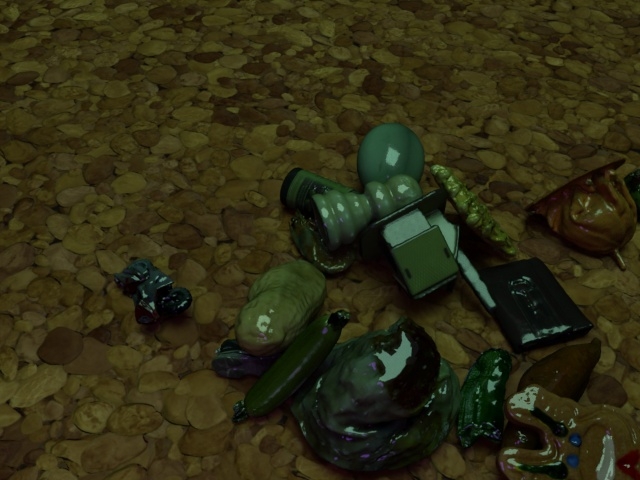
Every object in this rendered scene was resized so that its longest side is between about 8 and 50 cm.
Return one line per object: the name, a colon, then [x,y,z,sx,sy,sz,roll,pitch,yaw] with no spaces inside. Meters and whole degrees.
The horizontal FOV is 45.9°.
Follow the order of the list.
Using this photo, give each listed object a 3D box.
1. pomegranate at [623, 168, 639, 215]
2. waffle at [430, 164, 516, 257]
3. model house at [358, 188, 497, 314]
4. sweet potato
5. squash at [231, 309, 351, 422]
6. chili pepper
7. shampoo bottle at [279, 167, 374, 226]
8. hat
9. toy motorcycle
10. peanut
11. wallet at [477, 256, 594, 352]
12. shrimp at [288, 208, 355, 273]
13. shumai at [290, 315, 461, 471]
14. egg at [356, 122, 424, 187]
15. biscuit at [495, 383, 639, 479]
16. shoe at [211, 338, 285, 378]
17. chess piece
pomegranate: [0.790,-0.130,1.855,0.122,0.161,0.122,-15,44,15]
waffle: [0.352,-0.064,1.729,0.056,0.261,0.250,-44,38,15]
model house: [0.238,0.068,1.624,0.219,0.205,0.278,-27,68,-5]
sweet potato: [0.435,0.289,1.449,0.359,0.112,0.112,-36,57,-29]
squash: [-0.047,0.235,1.412,0.071,0.318,0.080,41,17,-7]
chili pepper: [0.315,0.307,1.455,0.098,0.061,0.224,-2,46,28]
shampoo bottle: [0.044,-0.083,1.804,0.284,0.101,0.101,23,49,19]
hat: [0.649,-0.031,1.775,0.244,0.233,0.233,-23,76,-9]
toy motorcycle: [-0.369,0.113,1.609,0.122,0.082,0.213,-32,43,-29]
peanut: [-0.085,0.135,1.520,0.148,0.147,0.319,16,25,12]
wallet: [0.457,0.132,1.649,0.182,0.049,0.229,-13,46,-12]
shrimp: [0.000,0.001,1.755,0.115,0.051,0.217,-17,47,-27]
shumai: [0.100,0.239,1.368,0.304,0.263,0.309,30,53,25]
egg: [0.173,-0.192,1.872,0.168,0.168,0.230,5,47,2]
biscuit: [0.478,0.383,1.338,0.334,0.047,0.201,18,72,-1]
shoe: [-0.130,0.223,1.517,0.169,0.071,0.099,1,39,-1]
chess piece: [0.110,-0.076,1.679,0.243,0.133,0.133,-19,48,-5]
